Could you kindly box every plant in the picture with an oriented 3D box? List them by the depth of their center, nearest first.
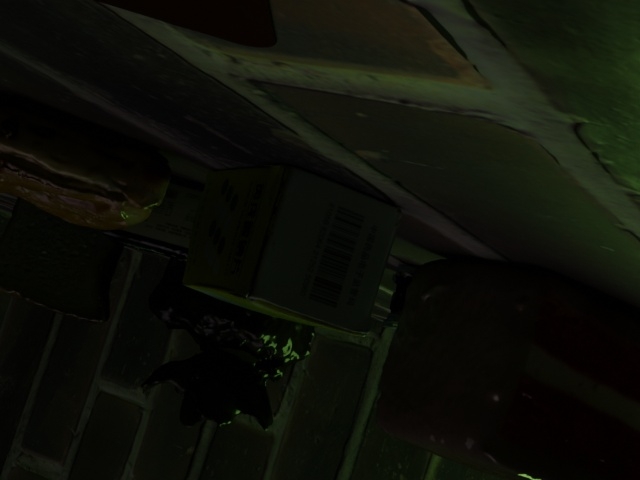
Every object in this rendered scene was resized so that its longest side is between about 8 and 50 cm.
[{"bbox_3d":[-0.125,0.121,1.598,0.215,0.312,0.213,11,175,29],"label":"plant"}]

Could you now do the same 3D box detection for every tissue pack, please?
[{"bbox_3d":[-0.180,-0.025,1.427,0.170,0.103,0.090,16,167,11],"label":"tissue pack"}]

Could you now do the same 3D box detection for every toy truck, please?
[{"bbox_3d":[0.156,0.093,1.600,0.116,0.085,0.191,13,172,2],"label":"toy truck"}]

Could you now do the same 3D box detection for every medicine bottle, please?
[{"bbox_3d":[-0.039,0.010,1.153,0.141,0.137,0.250,21,173,-23],"label":"medicine bottle"}]

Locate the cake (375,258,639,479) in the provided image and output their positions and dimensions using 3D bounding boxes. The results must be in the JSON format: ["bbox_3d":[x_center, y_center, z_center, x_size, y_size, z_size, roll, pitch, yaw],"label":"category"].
[{"bbox_3d":[0.248,0.167,1.306,0.308,0.237,0.230,24,169,-29],"label":"cake"}]

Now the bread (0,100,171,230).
[{"bbox_3d":[-0.295,-0.078,1.270,0.210,0.099,0.235,20,173,-22],"label":"bread"}]

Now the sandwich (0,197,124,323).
[{"bbox_3d":[-0.353,-0.006,1.568,0.186,0.215,0.065,20,174,1],"label":"sandwich"}]

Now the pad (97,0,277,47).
[{"bbox_3d":[-0.153,-0.160,0.577,0.267,0.004,0.181,17,174,3],"label":"pad"}]
